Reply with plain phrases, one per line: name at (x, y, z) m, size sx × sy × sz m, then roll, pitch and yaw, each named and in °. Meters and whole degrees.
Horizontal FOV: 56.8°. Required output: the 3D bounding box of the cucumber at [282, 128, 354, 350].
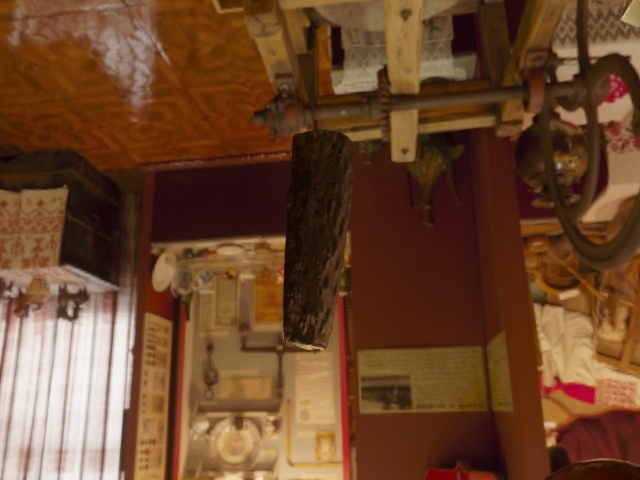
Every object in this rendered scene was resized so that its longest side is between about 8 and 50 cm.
cucumber at (0.003, 0.000, 0.569) m, size 0.062 × 0.211 × 0.078 m, roll -4°, pitch 158°, yaw 11°

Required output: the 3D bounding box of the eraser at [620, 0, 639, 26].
eraser at (0.345, -0.294, 0.582) m, size 0.023 × 0.150 × 0.103 m, roll 26°, pitch 146°, yaw 10°

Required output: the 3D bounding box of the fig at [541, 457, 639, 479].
fig at (0.258, 0.303, 0.516) m, size 0.206 × 0.205 × 0.205 m, roll -1°, pitch 163°, yaw 0°
